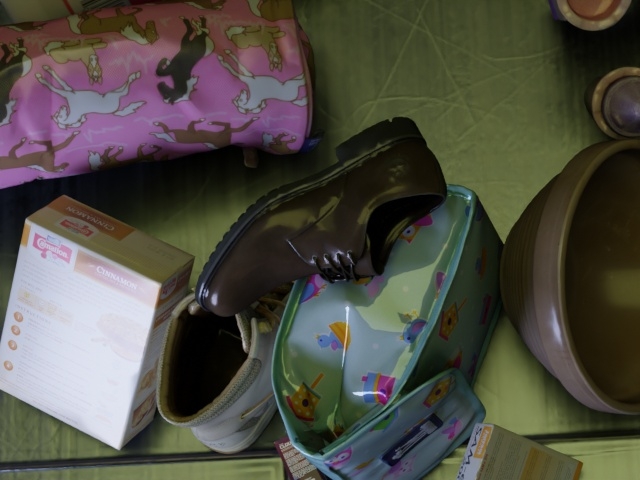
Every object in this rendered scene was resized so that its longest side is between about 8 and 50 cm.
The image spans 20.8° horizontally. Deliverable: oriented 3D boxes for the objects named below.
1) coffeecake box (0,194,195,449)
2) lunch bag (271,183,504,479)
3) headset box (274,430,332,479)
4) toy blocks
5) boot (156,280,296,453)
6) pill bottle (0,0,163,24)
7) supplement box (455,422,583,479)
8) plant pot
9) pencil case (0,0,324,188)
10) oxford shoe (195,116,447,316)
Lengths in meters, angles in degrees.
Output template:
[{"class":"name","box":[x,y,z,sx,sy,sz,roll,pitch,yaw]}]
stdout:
[{"class":"coffeecake box","box":[-0.208,0.074,1.584,0.142,0.068,0.186,25,120,14]},{"class":"lunch bag","box":[0.061,0.091,1.510,0.160,0.223,0.262,13,76,18]},{"class":"headset box","box":[-0.011,0.209,1.574,0.032,0.062,0.083,-26,74,0]},{"class":"toy blocks","box":[0.321,-0.267,1.500,0.288,0.260,0.309,-22,97,3]},{"class":"boot","box":[-0.055,0.058,1.545,0.095,0.203,0.262,28,83,14]},{"class":"pill bottle","box":[-0.132,-0.361,1.655,0.407,0.229,0.229,-24,73,1]},{"class":"supplement box","box":[0.175,0.206,1.538,0.098,0.036,0.062,25,78,-19]},{"class":"plant pot","box":[0.235,0.032,1.529,0.109,0.237,0.237,-2,72,43]},{"class":"pencil case","box":[-0.197,-0.128,1.594,0.386,0.160,0.167,-9,101,-10]},{"class":"oxford shoe","box":[0.000,0.000,1.393,0.227,0.083,0.096,-35,62,9]}]
